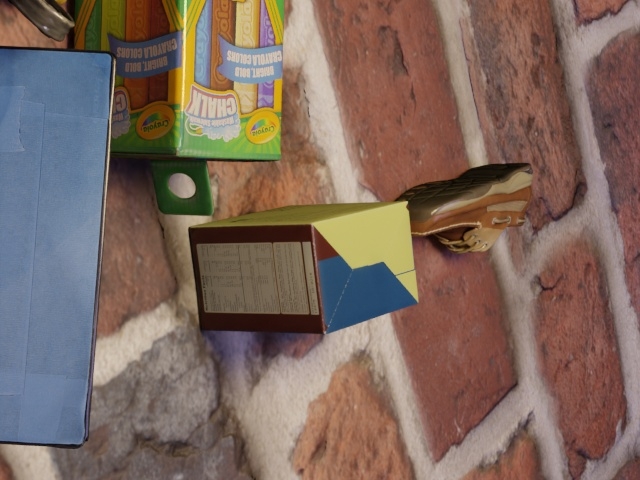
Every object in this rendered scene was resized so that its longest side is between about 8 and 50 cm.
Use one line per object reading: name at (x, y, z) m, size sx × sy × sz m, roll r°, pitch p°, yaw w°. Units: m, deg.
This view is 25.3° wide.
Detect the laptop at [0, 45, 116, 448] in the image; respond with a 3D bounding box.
laptop at (-0.423, -0.015, 1.261) m, size 0.408 × 0.236 × 0.381 m, roll 10°, pitch 81°, yaw -51°

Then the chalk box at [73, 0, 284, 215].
chalk box at (-0.163, -0.173, 1.625) m, size 0.179 × 0.180 × 0.288 m, roll 0°, pitch 92°, yaw -52°

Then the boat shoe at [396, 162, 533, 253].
boat shoe at (0.233, -0.038, 2.171) m, size 0.324 × 0.123 × 0.119 m, roll -19°, pitch 107°, yaw -49°

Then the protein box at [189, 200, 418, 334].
protein box at (-0.019, 0.032, 1.788) m, size 0.200 × 0.201 × 0.135 m, roll -14°, pitch 100°, yaw -50°

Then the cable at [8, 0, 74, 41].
cable at (-0.299, -0.277, 1.430) m, size 0.072 × 0.287 × 0.139 m, roll -45°, pitch 112°, yaw -2°
